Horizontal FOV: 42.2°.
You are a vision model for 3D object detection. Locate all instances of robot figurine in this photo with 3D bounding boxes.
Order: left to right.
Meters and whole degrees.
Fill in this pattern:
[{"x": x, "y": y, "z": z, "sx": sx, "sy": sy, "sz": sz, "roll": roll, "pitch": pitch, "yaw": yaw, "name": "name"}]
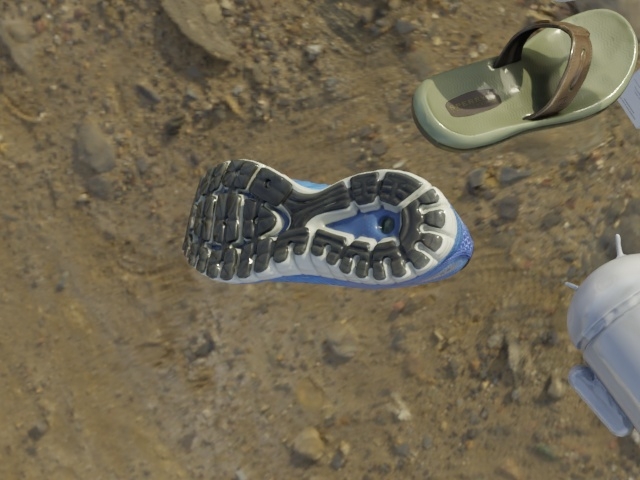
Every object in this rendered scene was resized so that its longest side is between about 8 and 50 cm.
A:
[{"x": 0.504, "y": 0.165, "z": 1.222, "sx": 0.300, "sy": 0.200, "sz": 0.353, "roll": -46, "pitch": 60, "yaw": 28, "name": "robot figurine"}]

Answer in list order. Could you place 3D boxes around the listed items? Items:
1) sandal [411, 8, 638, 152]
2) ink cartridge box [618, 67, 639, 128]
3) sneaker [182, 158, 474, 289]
[{"x": 0.236, "y": -0.180, "z": 0.892, "sx": 0.120, "sy": 0.303, "sz": 0.086, "roll": 54, "pitch": 154, "yaw": 19, "name": "sandal"}, {"x": 0.624, "y": -0.289, "z": 1.400, "sx": 0.086, "sy": 0.148, "sz": 0.203, "roll": 62, "pitch": 147, "yaw": 16, "name": "ink cartridge box"}, {"x": 0.000, "y": 0.000, "z": 0.834, "sx": 0.330, "sy": 0.147, "sz": 0.129, "roll": 8, "pitch": 80, "yaw": 35, "name": "sneaker"}]
